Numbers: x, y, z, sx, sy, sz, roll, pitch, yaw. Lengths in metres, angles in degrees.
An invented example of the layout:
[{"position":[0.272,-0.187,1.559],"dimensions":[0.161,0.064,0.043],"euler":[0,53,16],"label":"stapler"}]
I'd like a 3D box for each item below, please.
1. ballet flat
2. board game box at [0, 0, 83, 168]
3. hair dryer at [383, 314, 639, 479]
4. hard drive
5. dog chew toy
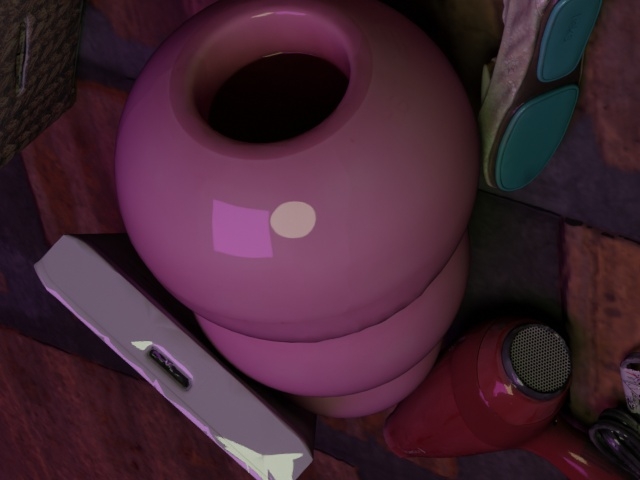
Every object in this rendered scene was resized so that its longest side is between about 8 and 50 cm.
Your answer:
[{"position":[0.117,-0.099,0.940],"dimensions":[0.052,0.057,0.168],"euler":[56,150,31],"label":"ballet flat"},{"position":[-0.312,-0.202,1.150],"dimensions":[0.291,0.141,0.232],"euler":[34,144,12],"label":"board game box"},{"position":[0.158,0.144,1.121],"dimensions":[0.293,0.080,0.224],"euler":[11,135,36],"label":"hair dryer"},{"position":[-0.087,0.072,1.165],"dimensions":[0.203,0.040,0.307],"euler":[42,180,0],"label":"hard drive"},{"position":[0.000,0.000,1.024],"dimensions":[0.206,0.206,0.332],"euler":[24,155,24],"label":"dog chew toy"}]
